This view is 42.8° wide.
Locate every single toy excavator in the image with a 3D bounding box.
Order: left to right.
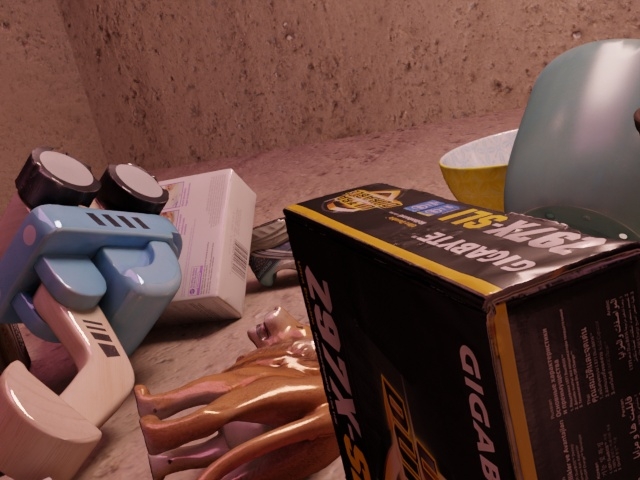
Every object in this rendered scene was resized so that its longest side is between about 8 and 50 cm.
[{"bbox_3d":[-0.311,0.092,1.096,0.445,0.222,0.433,46,22,26],"label":"toy excavator"}]

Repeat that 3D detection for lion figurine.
[{"bbox_3d":[-0.046,0.167,0.773,0.240,0.142,0.392,-12,7,-14],"label":"lion figurine"}]

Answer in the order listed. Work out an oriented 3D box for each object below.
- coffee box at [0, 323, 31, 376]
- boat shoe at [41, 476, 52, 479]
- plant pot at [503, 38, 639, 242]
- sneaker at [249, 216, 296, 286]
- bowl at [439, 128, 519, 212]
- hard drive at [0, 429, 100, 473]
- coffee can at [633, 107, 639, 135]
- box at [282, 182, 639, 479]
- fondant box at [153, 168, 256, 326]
[{"bbox_3d":[-0.519,0.178,1.240,0.098,0.141,0.246,-18,15,-11],"label":"coffee box"},{"bbox_3d":[-0.251,0.280,0.746,0.070,0.078,0.219,-21,8,-28],"label":"boat shoe"},{"bbox_3d":[0.370,-0.067,1.043,0.293,0.293,0.235,0,48,44],"label":"plant pot"},{"bbox_3d":[0.000,0.000,1.448,0.283,0.122,0.110,-18,5,14],"label":"sneaker"},{"bbox_3d":[0.357,-0.091,1.378,0.289,0.156,0.289,-13,14,3],"label":"bowl"},{"bbox_3d":[-0.360,0.250,1.050,0.135,0.022,0.094,-21,16,-23],"label":"hard drive"},{"bbox_3d":[0.415,-0.002,0.753,0.201,0.275,0.201,-14,14,4],"label":"coffee can"},{"bbox_3d":[0.083,0.139,0.454,0.079,0.322,0.257,-17,15,-15],"label":"box"},{"bbox_3d":[-0.285,0.023,1.416,0.330,0.238,0.096,-7,-29,22],"label":"fondant box"}]
